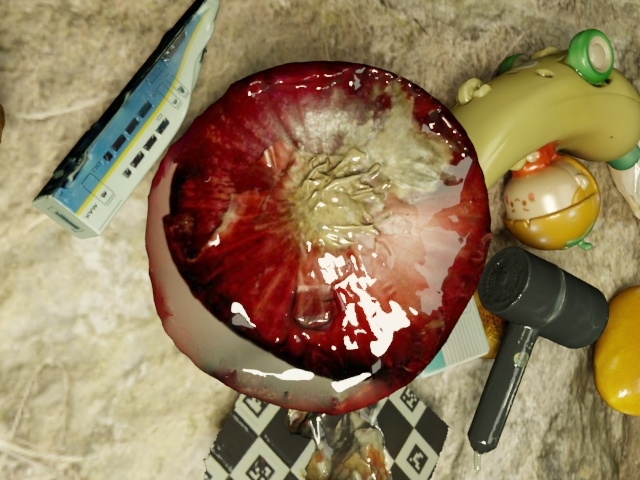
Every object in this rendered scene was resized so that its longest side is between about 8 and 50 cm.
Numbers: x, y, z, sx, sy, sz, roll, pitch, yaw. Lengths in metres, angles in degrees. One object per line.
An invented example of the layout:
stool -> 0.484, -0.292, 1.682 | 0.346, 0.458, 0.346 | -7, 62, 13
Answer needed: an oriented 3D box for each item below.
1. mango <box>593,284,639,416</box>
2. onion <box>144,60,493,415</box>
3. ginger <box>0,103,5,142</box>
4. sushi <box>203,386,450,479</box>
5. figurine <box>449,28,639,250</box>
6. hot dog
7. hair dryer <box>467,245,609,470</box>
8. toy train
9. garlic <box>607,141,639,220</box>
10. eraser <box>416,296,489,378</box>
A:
mango -> 0.413, 0.138, 0.915 | 0.217, 0.102, 0.141 | -33, 98, -36
onion -> 0.000, 0.000, 0.595 | 0.271, 0.195, 0.272 | 0, 87, 5
ginger -> -0.329, -0.116, 0.380 | 0.274, 0.152, 0.358 | -43, 111, -31
sushi -> 0.007, 0.181, 0.647 | 0.210, 0.040, 0.193 | 42, 53, -17
figurine -> 0.244, -0.095, 0.814 | 0.324, 0.124, 0.222 | -29, 105, -31
hot dog -> 0.199, 0.080, 0.798 | 0.140, 0.060, 0.090 | -17, 97, -27
hair dryer -> 0.199, 0.127, 0.729 | 0.124, 0.071, 0.219 | 27, 82, -24
toy train -> -0.135, -0.108, 0.581 | 0.051, 0.052, 0.234 | 44, 61, -27
garlic -> 0.485, -0.080, 0.991 | 0.217, 0.110, 0.228 | -11, 91, -39
eraser -> 0.084, 0.016, 0.702 | 0.095, 0.052, 0.225 | -12, 81, -36
